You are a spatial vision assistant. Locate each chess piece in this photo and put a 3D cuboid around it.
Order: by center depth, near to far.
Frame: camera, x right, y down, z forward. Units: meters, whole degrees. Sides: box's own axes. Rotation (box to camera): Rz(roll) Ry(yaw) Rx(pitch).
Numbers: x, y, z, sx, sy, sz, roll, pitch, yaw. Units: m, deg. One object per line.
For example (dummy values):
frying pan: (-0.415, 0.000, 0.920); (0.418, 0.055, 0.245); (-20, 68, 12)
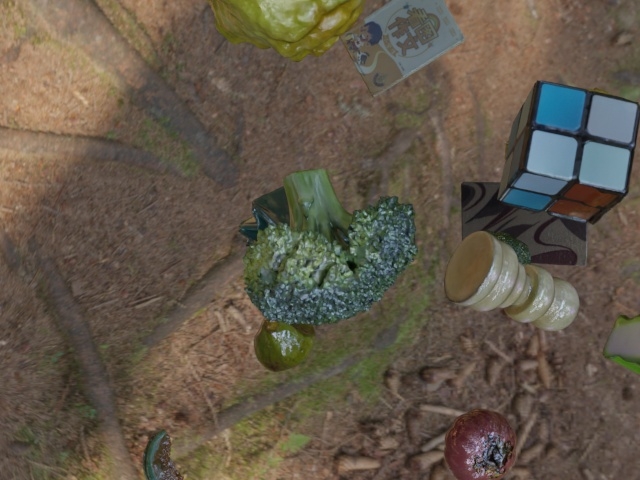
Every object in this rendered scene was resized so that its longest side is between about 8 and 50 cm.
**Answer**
chess piece: (0.245, 0.062, 0.908); (0.170, 0.094, 0.094); (25, 70, -24)

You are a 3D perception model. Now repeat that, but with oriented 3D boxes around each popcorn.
popcorn: (-0.037, -0.247, 0.603); (0.198, 0.197, 0.155); (57, 32, -6)

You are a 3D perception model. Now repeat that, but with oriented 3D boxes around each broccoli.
broccoli: (-0.004, 0.016, 1.356); (0.249, 0.375, 0.302); (-33, 98, -58)
broccoli: (0.415, 0.044, 1.690); (0.137, 0.162, 0.146); (-29, 130, 5)

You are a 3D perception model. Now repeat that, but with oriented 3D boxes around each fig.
fig: (-0.087, 0.230, 1.726); (0.154, 0.166, 0.144); (-20, 64, -4)

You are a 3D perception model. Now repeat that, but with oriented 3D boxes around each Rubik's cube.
Rubik's cube: (0.416, -0.143, 1.235); (0.180, 0.183, 0.167); (13, 74, 7)

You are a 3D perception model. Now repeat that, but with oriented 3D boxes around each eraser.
eraser: (0.627, 0.205, 1.184); (0.274, 0.210, 0.092); (25, 75, -23)

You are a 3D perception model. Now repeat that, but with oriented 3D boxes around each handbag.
handbag: (-0.044, -0.025, 1.797); (0.238, 0.089, 0.326); (38, 22, 8)

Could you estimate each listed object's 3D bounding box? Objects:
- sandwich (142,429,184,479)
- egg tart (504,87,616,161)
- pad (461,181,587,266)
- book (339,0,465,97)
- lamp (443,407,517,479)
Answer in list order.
sandwich: (-0.304, 0.437, 1.397); (0.067, 0.029, 0.135); (-18, 70, -21)
egg tart: (0.538, -0.195, 1.568); (0.116, 0.294, 0.295); (47, 60, -44)
pad: (0.528, -0.046, 1.916); (0.004, 0.330, 0.220); (-24, 113, -59)
book: (0.221, -0.558, 2.009); (0.295, 0.020, 0.208); (-30, 81, 16)
lamp: (0.366, 0.477, 1.694); (0.182, 0.140, 0.182); (-3, 99, -21)
